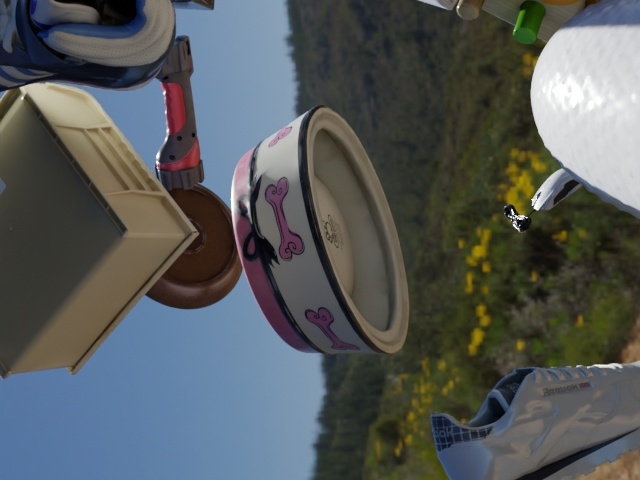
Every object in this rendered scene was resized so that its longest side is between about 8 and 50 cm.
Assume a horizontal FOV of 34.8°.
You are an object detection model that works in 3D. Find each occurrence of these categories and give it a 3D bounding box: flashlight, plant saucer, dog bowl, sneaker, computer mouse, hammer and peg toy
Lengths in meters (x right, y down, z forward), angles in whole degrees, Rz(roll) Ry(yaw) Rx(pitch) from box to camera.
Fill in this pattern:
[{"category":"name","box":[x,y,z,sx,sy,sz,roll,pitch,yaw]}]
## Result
[{"category":"flashlight","box":[-0.305,-0.257,2.085,0.103,0.103,0.304,-76,-17,-62]},{"category":"plant saucer","box":[-0.294,-0.005,2.191,0.050,0.311,0.310,-36,50,53]},{"category":"dog bowl","box":[0.000,0.000,1.625,0.408,0.151,0.407,-16,-90,-71]},{"category":"sneaker","box":[0.205,0.138,0.839,0.094,0.235,0.090,64,163,6]},{"category":"computer mouse","box":[0.471,-0.098,2.135,0.042,0.193,0.106,45,-167,-21]},{"category":"sneaker","box":[-0.310,-0.234,1.049,0.236,0.323,0.130,145,128,-77]},{"category":"hammer and peg toy","box":[0.303,-0.414,1.497,0.127,0.361,0.266,-67,7,-26]}]

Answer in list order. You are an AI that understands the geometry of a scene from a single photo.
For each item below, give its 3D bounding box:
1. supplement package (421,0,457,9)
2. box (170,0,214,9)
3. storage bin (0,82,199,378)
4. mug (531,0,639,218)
[{"category":"supplement package","box":[0.263,-0.634,2.157,0.244,0.134,0.139,-57,39,3]},{"category":"box","box":[-0.257,-0.529,1.752,0.163,0.142,0.247,-42,-43,-79]},{"category":"storage bin","box":[-0.331,-0.014,1.231,0.260,0.262,0.123,51,-157,19]},{"category":"mug","box":[0.426,-0.200,1.166,0.374,0.276,0.328,-61,27,3]}]
